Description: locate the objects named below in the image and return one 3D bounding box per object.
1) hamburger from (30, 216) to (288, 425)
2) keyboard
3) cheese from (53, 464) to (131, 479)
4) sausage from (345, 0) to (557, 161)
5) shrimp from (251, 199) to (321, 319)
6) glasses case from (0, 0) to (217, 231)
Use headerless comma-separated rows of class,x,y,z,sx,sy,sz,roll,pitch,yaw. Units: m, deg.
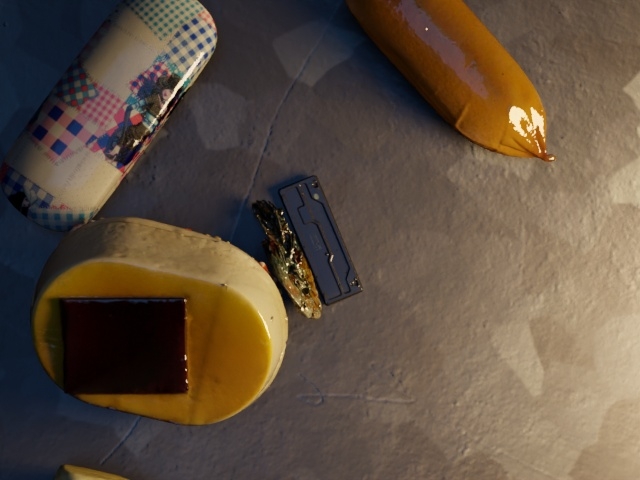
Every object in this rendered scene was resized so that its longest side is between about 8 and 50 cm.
hamburger,-0.184,0.095,1.281,0.295,0.151,0.227,14,102,-6
keyboard,0.000,0.000,1.359,0.053,0.010,0.155,-22,86,-2
cheese,-0.268,0.349,1.281,0.123,0.094,0.167,19,85,2
sausage,0.163,-0.208,1.338,0.112,0.112,0.328,-42,90,-4
shrimp,-0.040,0.019,1.321,0.034,0.091,0.161,-28,80,12
glasses case,-0.250,-0.160,1.332,0.125,0.076,0.327,35,85,-1
